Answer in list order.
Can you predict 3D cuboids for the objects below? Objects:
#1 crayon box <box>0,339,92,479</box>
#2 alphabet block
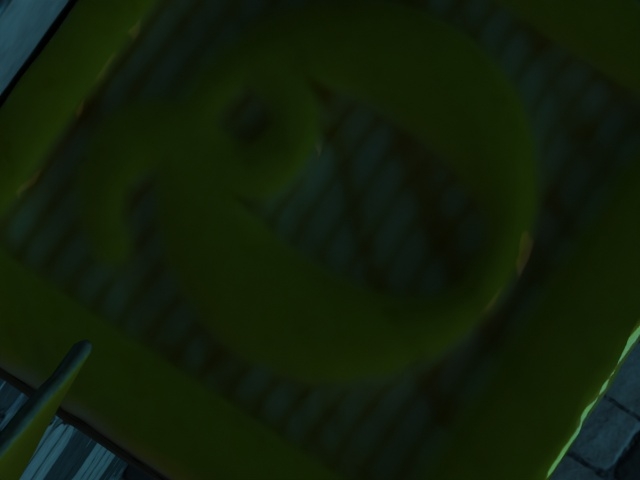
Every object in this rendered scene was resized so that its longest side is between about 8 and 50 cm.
[{"bbox_3d":[-0.172,0.149,0.348,0.323,0.083,0.203,-57,178,41],"label":"crayon box"},{"bbox_3d":[0.000,0.000,0.613,0.193,0.192,0.197,-58,180,-10],"label":"alphabet block"}]
